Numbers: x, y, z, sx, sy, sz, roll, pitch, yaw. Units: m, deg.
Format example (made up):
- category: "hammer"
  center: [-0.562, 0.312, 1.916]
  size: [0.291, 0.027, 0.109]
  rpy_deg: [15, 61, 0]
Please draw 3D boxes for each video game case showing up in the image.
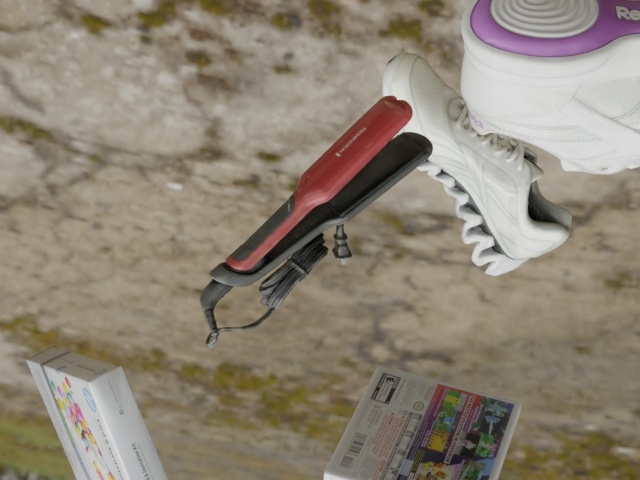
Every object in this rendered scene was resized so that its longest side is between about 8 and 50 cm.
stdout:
- category: "video game case"
  center: [0.123, 0.235, 1.419]
  size: [0.183, 0.201, 0.023]
  rpy_deg: [14, 126, 15]

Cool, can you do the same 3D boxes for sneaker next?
- category: "sneaker"
  center: [0.177, -0.096, 1.366]
  size: [0.118, 0.110, 0.292]
  rpy_deg: [-19, 117, 42]
- category: "sneaker"
  center: [0.252, -0.113, 0.897]
  size: [0.305, 0.114, 0.152]
  rpy_deg: [9, 145, 6]

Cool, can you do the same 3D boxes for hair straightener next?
- category: "hair straightener"
  center: [0.000, 0.000, 0.911]
  size: [0.047, 0.230, 0.089]
  rpy_deg: [32, 166, 47]

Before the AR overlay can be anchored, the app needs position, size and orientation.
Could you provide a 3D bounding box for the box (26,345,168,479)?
- category: "box"
  center: [-0.216, 0.182, 1.187]
  size: [0.038, 0.145, 0.186]
  rpy_deg: [-27, -165, -29]
